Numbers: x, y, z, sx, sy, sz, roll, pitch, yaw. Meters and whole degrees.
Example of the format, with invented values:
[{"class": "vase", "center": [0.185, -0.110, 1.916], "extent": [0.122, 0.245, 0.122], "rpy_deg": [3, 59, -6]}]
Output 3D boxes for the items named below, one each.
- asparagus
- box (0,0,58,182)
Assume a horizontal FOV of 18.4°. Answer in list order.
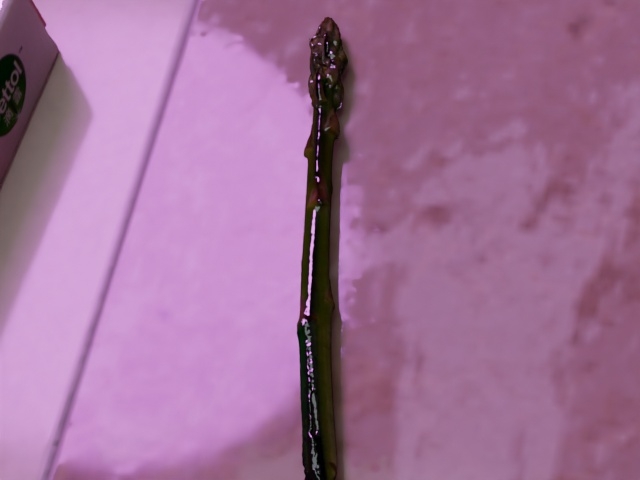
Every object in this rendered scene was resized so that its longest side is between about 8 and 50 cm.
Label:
[{"class": "asparagus", "center": [0.000, 0.000, 0.617], "extent": [0.013, 0.016, 0.166], "rpy_deg": [-30, 50, 45]}, {"class": "box", "center": [-0.152, -0.032, 0.649], "extent": [0.089, 0.043, 0.125], "rpy_deg": [11, 66, 17]}]
